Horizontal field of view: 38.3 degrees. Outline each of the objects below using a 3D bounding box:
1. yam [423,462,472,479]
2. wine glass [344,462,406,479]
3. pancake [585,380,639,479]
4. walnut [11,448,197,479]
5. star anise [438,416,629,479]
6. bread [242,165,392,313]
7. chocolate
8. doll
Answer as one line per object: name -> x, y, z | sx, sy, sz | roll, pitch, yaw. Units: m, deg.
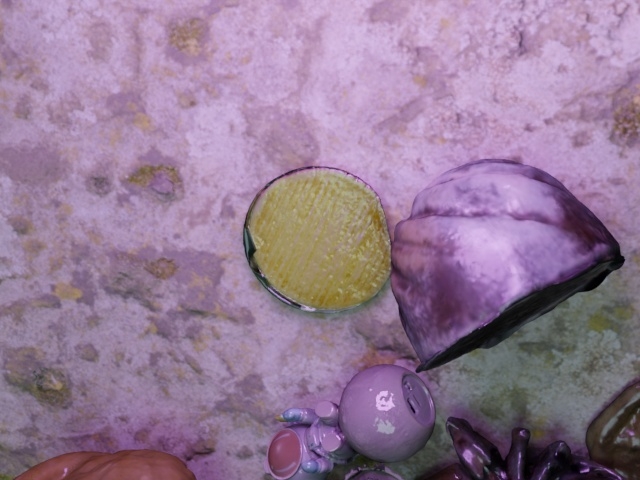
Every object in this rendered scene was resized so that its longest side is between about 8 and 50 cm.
yam -> 0.134, 0.424, 1.453 | 0.241, 0.057, 0.056 | -37, 100, 19
wine glass -> -0.003, 0.472, 1.360 | 0.190, 0.190, 0.357 | 40, 133, -5
pancake -> 0.507, 0.292, 1.332 | 0.236, 0.042, 0.222 | -14, 109, 16
walnut -> -0.337, 0.496, 1.401 | 0.384, 0.383, 0.383 | 4, 111, 10
star anise -> 0.301, 0.401, 1.336 | 0.316, 0.139, 0.359 | -37, 75, 6
bread -> 0.000, 0.000, 1.326 | 0.229, 0.033, 0.228 | 4, 110, 11
chocolate -> 0.207, 0.013, 1.185 | 0.303, 0.303, 0.213 | -34, 75, 20
doll -> 0.034, 0.291, 1.381 | 0.287, 0.151, 0.151 | -33, 101, 27
